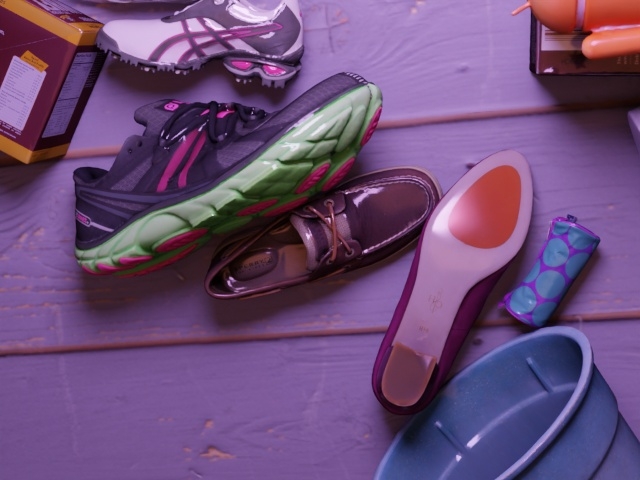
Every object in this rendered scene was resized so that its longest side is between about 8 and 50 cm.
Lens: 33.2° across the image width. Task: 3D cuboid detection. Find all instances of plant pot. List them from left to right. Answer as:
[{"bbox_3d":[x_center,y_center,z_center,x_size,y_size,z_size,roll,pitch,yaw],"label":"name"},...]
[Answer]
[{"bbox_3d":[0.295,0.347,1.356,0.341,0.341,0.334,-37,101,14],"label":"plant pot"}]

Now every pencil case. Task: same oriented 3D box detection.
[{"bbox_3d":[0.302,0.041,1.415,0.070,0.064,0.152,29,104,1],"label":"pencil case"}]

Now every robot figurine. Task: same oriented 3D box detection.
[{"bbox_3d":[0.307,-0.282,1.114,0.219,0.128,0.158,-2,120,9],"label":"robot figurine"}]

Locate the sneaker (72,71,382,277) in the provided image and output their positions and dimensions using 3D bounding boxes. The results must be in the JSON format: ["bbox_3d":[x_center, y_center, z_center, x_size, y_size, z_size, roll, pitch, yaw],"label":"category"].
[{"bbox_3d":[-0.146,-0.109,1.380,0.482,0.185,0.202,-23,79,23],"label":"sneaker"}]

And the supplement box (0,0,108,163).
[{"bbox_3d":[-0.414,-0.238,1.448,0.191,0.129,0.194,28,104,4],"label":"supplement box"}]

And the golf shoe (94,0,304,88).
[{"bbox_3d":[-0.155,-0.277,1.405,0.272,0.105,0.120,6,113,-2],"label":"golf shoe"}]

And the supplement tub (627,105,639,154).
[{"bbox_3d":[0.528,-0.131,1.280,0.272,0.191,0.191,-22,96,13],"label":"supplement tub"}]

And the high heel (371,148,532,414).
[{"bbox_3d":[0.171,0.057,1.447,0.127,0.181,0.377,30,83,7],"label":"high heel"}]

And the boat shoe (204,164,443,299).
[{"bbox_3d":[0.000,0.000,1.427,0.341,0.123,0.123,-19,97,12],"label":"boat shoe"}]

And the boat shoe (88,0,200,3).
[{"bbox_3d":[-0.260,-0.358,1.427,0.226,0.076,0.083,3,101,9],"label":"boat shoe"}]

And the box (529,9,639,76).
[{"bbox_3d":[0.337,-0.282,1.277,0.166,0.203,0.169,1,101,9],"label":"box"}]
